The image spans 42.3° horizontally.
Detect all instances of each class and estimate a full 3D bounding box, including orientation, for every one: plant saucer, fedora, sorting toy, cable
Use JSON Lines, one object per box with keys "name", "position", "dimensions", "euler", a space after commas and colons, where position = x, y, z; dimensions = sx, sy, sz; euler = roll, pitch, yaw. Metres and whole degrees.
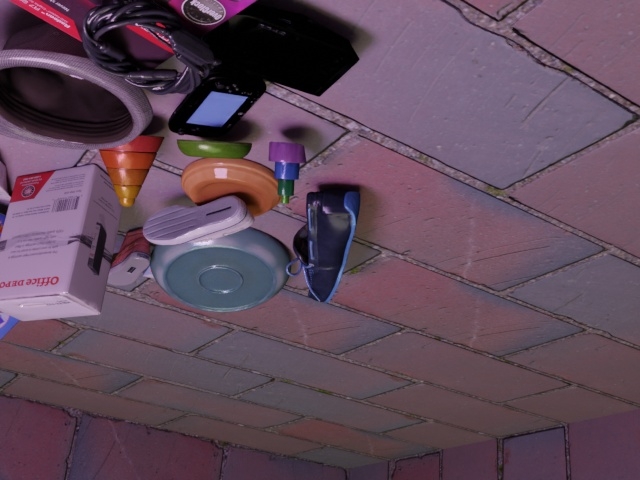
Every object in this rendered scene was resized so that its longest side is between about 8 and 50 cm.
{"name": "plant saucer", "position": [-0.171, -0.094, 1.592], "dimensions": [0.199, 0.037, 0.200], "euler": [4, 153, 2]}
{"name": "fedora", "position": [-0.383, -0.243, 1.231], "dimensions": [0.275, 0.124, 0.244], "euler": [4, 154, 1]}
{"name": "sorting toy", "position": [-0.207, -0.113, 1.414], "dimensions": [0.365, 0.126, 0.127], "euler": [4, -174, 3]}
{"name": "cable", "position": [-0.232, -0.251, 1.084], "dimensions": [0.150, 0.047, 0.184], "euler": [-13, 154, 42]}
{"name": "plant saucer", "position": [-0.224, 0.075, 1.855], "dimensions": [0.317, 0.044, 0.318], "euler": [-2, 142, -1]}

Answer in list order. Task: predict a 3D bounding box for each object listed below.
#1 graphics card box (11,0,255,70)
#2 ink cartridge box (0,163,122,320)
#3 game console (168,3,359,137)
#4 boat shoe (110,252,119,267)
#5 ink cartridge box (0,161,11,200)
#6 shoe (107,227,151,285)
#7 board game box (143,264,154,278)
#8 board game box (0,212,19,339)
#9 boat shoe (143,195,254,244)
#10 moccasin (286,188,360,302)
{"name": "graphics card box", "position": [-0.201, -0.354, 1.012], "dimensions": [0.370, 0.094, 0.232], "euler": [-20, 145, 39]}
{"name": "ink cartridge box", "position": [-0.506, 0.008, 1.590], "dimensions": [0.196, 0.273, 0.114], "euler": [-6, 151, 22]}
{"name": "game console", "position": [-0.115, -0.239, 1.269], "dimensions": [0.213, 0.044, 0.361], "euler": [13, 155, -27]}
{"name": "boat shoe", "position": [-0.465, 0.058, 1.938], "dimensions": [0.152, 0.056, 0.049], "euler": [3, 160, 27]}
{"name": "ink cartridge box", "position": [-0.705, -0.131, 1.620], "dimensions": [0.180, 0.056, 0.224], "euler": [8, 172, -7]}
{"name": "shoe", "position": [-0.425, 0.038, 1.848], "dimensions": [0.063, 0.081, 0.178], "euler": [21, 146, -29]}
{"name": "board game box", "position": [-0.291, 0.065, 1.928], "dimensions": [0.211, 0.039, 0.160], "euler": [16, 152, -19]}
{"name": "board game box", "position": [-0.738, 0.085, 1.809], "dimensions": [0.233, 0.078, 0.347], "euler": [29, 127, -34]}
{"name": "boat shoe", "position": [-0.235, -0.024, 1.607], "dimensions": [0.226, 0.083, 0.076], "euler": [-9, 150, 24]}
{"name": "moccasin", "position": [0.000, 0.000, 1.681], "dimensions": [0.116, 0.138, 0.342], "euler": [11, 139, -2]}
